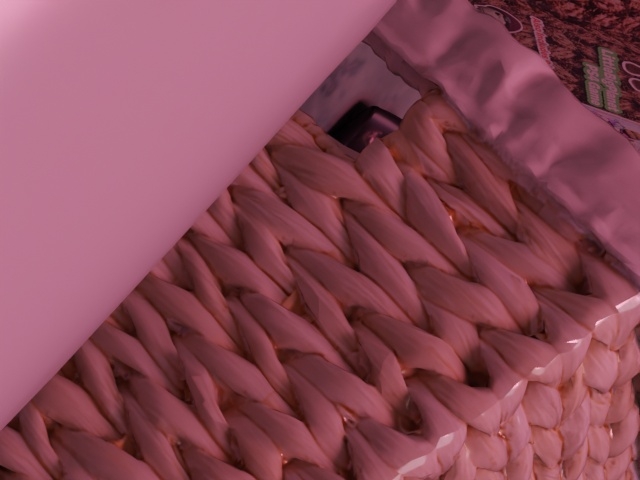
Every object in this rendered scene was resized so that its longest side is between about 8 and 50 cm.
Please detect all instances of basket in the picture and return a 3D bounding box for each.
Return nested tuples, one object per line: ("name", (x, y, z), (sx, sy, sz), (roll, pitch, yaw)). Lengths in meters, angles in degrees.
("basket", (-0.038, 0.045, 0.786), (0.266, 0.328, 0.331), (-37, 153, -15))

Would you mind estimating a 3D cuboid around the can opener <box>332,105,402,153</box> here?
("can opener", (0.000, 0.000, 1.106), (0.186, 0.073, 0.059), (-52, -167, 17))

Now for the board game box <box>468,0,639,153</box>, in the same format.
("board game box", (0.237, -0.152, 0.893), (0.232, 0.291, 0.141), (-64, 158, -14))

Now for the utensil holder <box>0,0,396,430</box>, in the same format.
("utensil holder", (-0.207, -0.036, 0.415), (0.385, 0.327, 0.327), (-45, 154, -6))
